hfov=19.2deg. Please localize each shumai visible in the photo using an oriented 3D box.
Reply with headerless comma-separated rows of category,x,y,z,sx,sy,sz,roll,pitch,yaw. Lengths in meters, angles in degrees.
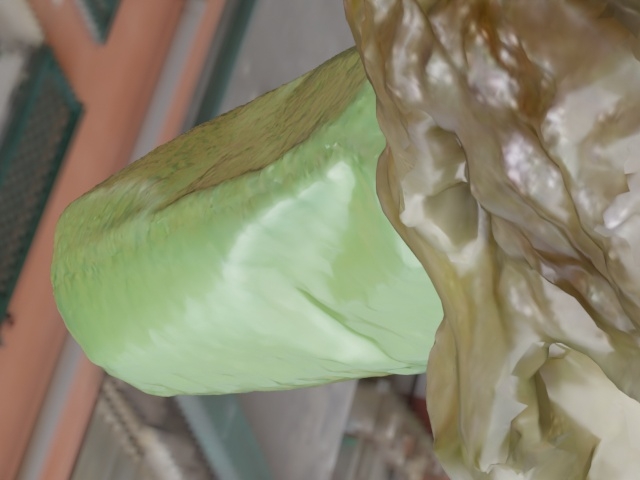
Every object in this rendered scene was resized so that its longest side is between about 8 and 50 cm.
shumai,0.073,-0.004,0.415,0.209,0.161,0.153,35,126,8

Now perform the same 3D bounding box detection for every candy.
candy,0.000,0.000,0.816,0.343,0.132,0.142,-20,93,60
